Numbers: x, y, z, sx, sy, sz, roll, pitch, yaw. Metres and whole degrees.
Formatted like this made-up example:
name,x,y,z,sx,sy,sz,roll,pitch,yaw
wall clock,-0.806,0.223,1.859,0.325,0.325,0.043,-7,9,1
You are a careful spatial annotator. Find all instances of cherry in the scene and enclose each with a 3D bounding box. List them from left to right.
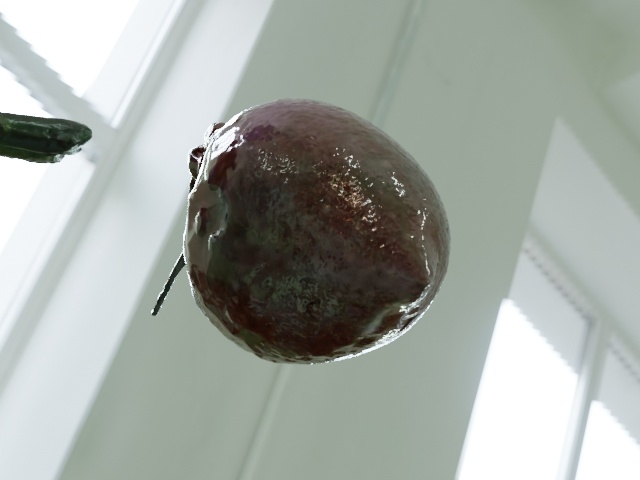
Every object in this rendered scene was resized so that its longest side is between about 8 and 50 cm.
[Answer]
name,x,y,z,sx,sy,sz,roll,pitch,yaw
cherry,0.000,0.000,1.298,0.175,0.192,0.250,20,-1,-37

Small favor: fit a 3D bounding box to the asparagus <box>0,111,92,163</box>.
name,x,y,z,sx,sy,sz,roll,pitch,yaw
asparagus,-0.175,-0.049,0.580,0.233,0.023,0.022,10,-69,-40
